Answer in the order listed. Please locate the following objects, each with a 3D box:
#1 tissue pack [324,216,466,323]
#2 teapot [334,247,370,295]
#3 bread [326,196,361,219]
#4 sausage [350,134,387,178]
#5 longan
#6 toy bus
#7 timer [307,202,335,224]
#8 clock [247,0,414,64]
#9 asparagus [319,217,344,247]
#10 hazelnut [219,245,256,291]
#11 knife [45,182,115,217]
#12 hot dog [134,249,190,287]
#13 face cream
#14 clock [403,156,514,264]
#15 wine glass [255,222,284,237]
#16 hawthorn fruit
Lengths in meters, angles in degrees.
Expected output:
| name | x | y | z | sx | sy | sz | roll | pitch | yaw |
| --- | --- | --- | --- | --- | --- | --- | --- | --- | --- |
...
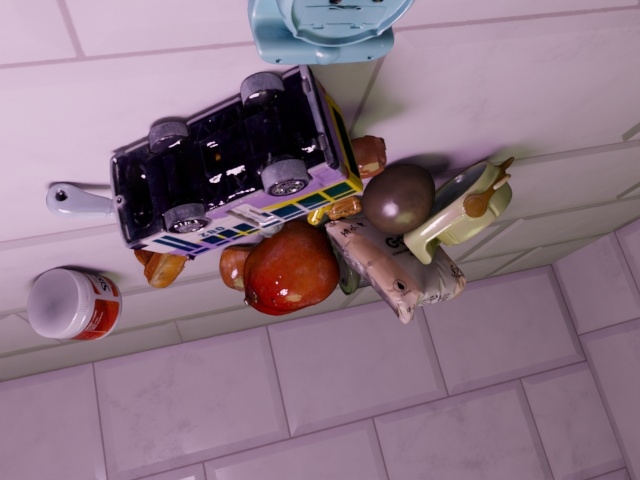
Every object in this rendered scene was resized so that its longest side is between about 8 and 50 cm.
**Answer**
| name | x | y | z | sx | sy | sz | roll | pitch | yaw |
| --- | --- | --- | --- | --- | --- | --- | --- | --- | --- |
| tissue pack | 0.232 | 0.069 | 1.753 | 0.375 | 0.390 | 0.195 | -10 | 140 | -47 |
| teapot | 0.234 | 0.054 | 2.100 | 0.336 | 0.201 | 0.271 | -12 | 145 | -16 |
| bread | 0.070 | -0.095 | 1.697 | 0.110 | 0.044 | 0.083 | -15 | 165 | -6 |
| sausage | -0.053 | -0.131 | 1.243 | 0.418 | 0.094 | 0.094 | -17 | 170 | 25 |
| longan | 0.209 | -0.108 | 1.526 | 0.197 | 0.198 | 0.212 | -1 | 159 | -39 |
| toy bus | -0.161 | -0.128 | 1.104 | 0.439 | 0.210 | 0.249 | -21 | 164 | 17 |
| timer | -0.014 | -0.105 | 1.462 | 0.107 | 0.107 | 0.109 | 3 | 121 | -46 |
| clock | 0.030 | -0.344 | 0.750 | 0.223 | 0.094 | 0.274 | -10 | 164 | -19 |
| asparagus | 0.000 | 0.001 | 1.905 | 0.085 | 0.082 | 0.343 | 38 | 138 | -18 |
| hazelnut | -0.255 | 0.089 | 1.857 | 0.150 | 0.151 | 0.150 | -13 | 164 | -4 |
| knife | -0.417 | -0.077 | 1.247 | 0.331 | 0.080 | 0.044 | 5 | 153 | -29 |
| hot dog | -0.382 | 0.002 | 1.456 | 0.117 | 0.158 | 0.349 | -19 | 165 | -35 |
| face cream | -0.725 | 0.193 | 1.697 | 0.200 | 0.201 | 0.187 | -19 | 163 | 17 |
| clock | 0.406 | -0.098 | 1.612 | 0.348 | 0.117 | 0.286 | -36 | -170 | 34 |
| wine glass | -0.125 | -0.069 | 1.558 | 0.079 | 0.079 | 0.195 | -5 | 160 | -28 |
| hawthorn fruit | -0.092 | 0.092 | 1.753 | 0.311 | 0.295 | 0.295 | -44 | 158 | 6 |
